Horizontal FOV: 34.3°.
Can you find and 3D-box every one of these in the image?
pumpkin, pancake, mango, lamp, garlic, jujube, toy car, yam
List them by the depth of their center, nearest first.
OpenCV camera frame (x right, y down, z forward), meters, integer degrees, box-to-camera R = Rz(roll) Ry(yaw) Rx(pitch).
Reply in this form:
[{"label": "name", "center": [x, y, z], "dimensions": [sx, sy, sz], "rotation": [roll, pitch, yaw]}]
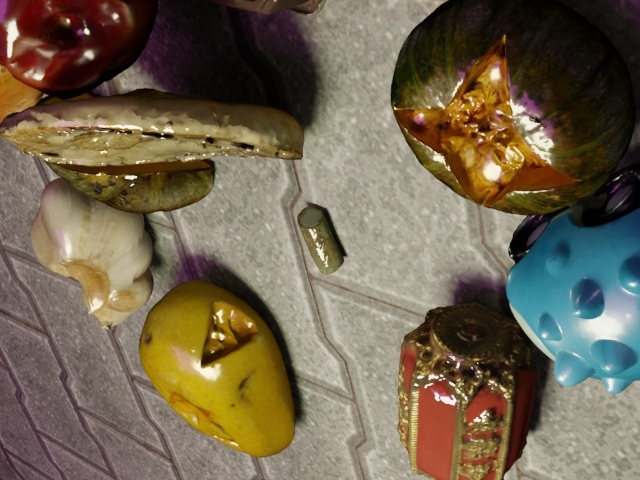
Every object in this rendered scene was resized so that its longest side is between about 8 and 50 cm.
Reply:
[{"label": "pumpkin", "center": [0.185, -0.135, 1.002], "dimensions": [0.238, 0.159, 0.238], "rotation": [30, 149, 20]}, {"label": "toy car", "center": [0.291, 0.059, 1.018], "dimensions": [0.188, 0.190, 0.255], "rotation": [40, 149, -14]}, {"label": "jujube", "center": [-0.346, -0.343, 1.266], "dimensions": [0.276, 0.277, 0.377], "rotation": [92, 161, -46]}, {"label": "pancake", "center": [-0.207, -0.137, 1.308], "dimensions": [0.387, 0.387, 0.082], "rotation": [-1, 88, 49]}, {"label": "lamp", "center": [0.186, 0.203, 1.334], "dimensions": [0.177, 0.177, 0.274], "rotation": [28, 143, 29]}, {"label": "yam", "center": [0.000, 0.000, 1.450], "dimensions": [0.043, 0.043, 0.094], "rotation": [7, 129, 45]}, {"label": "pumpkin", "center": [-0.329, -0.100, 1.609], "dimensions": [0.312, 0.169, 0.148], "rotation": [29, 139, 28]}, {"label": "mango", "center": [-0.160, 0.225, 1.751], "dimensions": [0.253, 0.182, 0.365], "rotation": [1, 135, 45]}, {"label": "garlic", "center": [-0.378, -0.001, 1.776], "dimensions": [0.281, 0.185, 0.203], "rotation": [51, -178, -38]}]

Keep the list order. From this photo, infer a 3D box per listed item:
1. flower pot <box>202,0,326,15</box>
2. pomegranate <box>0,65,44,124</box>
[{"label": "flower pot", "center": [-0.109, -0.342, 1.200], "dimensions": [0.251, 0.084, 0.178], "rotation": [21, 137, 36]}, {"label": "pomegranate", "center": [-0.520, -0.286, 1.624], "dimensions": [0.215, 0.215, 0.215], "rotation": [30, 142, 27]}]
